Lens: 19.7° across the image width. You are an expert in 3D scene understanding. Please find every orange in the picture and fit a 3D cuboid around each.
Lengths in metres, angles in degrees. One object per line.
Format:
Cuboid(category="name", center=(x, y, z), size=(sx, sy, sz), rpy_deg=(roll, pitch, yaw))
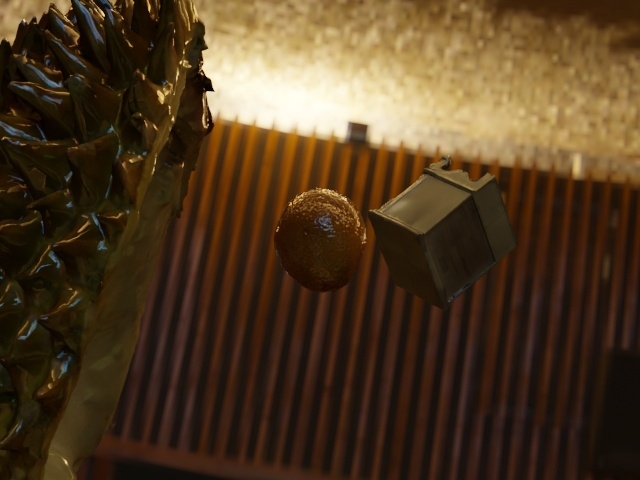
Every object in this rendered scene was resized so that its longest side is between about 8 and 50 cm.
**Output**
Cuboid(category="orange", center=(0.000, 0.000, 1.475), size=(0.085, 0.085, 0.085), rpy_deg=(7, -32, 5))

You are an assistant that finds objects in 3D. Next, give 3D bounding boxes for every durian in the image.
Cuboid(category="durian", center=(-0.108, 0.019, 0.611), size=(0.144, 0.139, 0.252), rpy_deg=(27, -63, 24))

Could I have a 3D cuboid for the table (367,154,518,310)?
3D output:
Cuboid(category="table", center=(0.094, -0.008, 1.407), size=(0.062, 0.083, 0.079), rpy_deg=(28, -31, 47))
